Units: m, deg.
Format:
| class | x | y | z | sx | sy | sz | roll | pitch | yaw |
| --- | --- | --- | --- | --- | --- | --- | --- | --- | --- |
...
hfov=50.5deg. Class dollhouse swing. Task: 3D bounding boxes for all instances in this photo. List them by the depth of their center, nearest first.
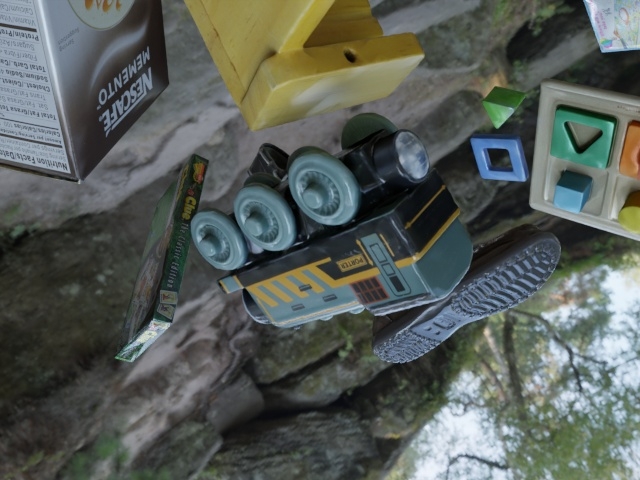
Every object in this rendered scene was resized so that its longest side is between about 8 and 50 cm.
| class | x | y | z | sx | sy | sz | roll | pitch | yaw |
| --- | --- | --- | --- | --- | --- | --- | --- | --- | --- |
| dollhouse swing | -0.005 | -0.335 | 0.625 | 0.315 | 0.347 | 0.305 | -23 | 175 | -41 |

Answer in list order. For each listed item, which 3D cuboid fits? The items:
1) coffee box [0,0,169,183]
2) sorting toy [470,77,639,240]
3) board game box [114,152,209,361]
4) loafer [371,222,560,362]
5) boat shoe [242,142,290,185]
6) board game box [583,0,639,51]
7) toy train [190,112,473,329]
| class | x | y | z | sx | sy | sz | roll | pitch | yaw |
| --- | --- | --- | --- | --- | --- | --- | --- | --- | --- |
| coffee box | -0.168 | -0.178 | 0.393 | 0.098 | 0.247 | 0.141 | 12 | -138 | 9 |
| sorting toy | 0.313 | -0.069 | 0.726 | 0.347 | 0.196 | 0.047 | 21 | -126 | 30 |
| board game box | -0.208 | 0.020 | 0.900 | 0.136 | 0.030 | 0.260 | -43 | -147 | 46 |
| loafer | 0.221 | 0.069 | 1.143 | 0.366 | 0.134 | 0.130 | -34 | -133 | 23 |
| boat shoe | -0.030 | -0.088 | 1.166 | 0.306 | 0.113 | 0.105 | 42 | -65 | 53 |
| board game box | 0.473 | -0.364 | 1.057 | 0.103 | 0.154 | 0.026 | 10 | -119 | 45 |
| toy train | 0.000 | 0.000 | 0.731 | 0.334 | 0.190 | 0.142 | -22 | -166 | 44 |
